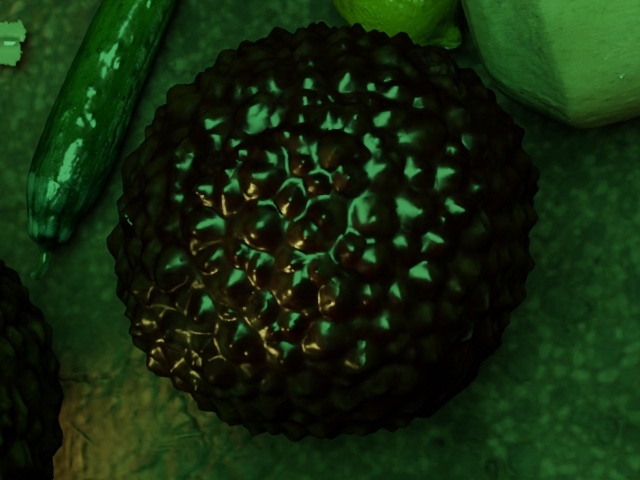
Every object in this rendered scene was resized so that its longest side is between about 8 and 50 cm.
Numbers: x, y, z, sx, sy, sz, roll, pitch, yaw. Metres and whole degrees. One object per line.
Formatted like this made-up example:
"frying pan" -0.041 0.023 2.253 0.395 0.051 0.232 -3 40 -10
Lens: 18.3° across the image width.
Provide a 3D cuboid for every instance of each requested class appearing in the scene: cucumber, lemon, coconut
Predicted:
"cucumber" -0.156 -0.091 1.363 0.056 0.056 0.250 19 79 14
"lemon" 0.054 -0.167 1.329 0.110 0.082 0.082 37 86 18
"coconut" 0.209 -0.201 1.234 0.266 0.237 0.237 -16 75 13

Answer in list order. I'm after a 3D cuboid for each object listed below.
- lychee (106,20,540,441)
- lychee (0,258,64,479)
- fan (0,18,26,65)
"lychee" 0.000 0.000 1.223 0.264 0.300 0.264 9 43 -9
"lychee" -0.274 0.086 1.241 0.236 0.271 0.236 1 42 -1
"fan" -0.411 -0.146 1.433 0.414 0.012 0.233 6 74 11
